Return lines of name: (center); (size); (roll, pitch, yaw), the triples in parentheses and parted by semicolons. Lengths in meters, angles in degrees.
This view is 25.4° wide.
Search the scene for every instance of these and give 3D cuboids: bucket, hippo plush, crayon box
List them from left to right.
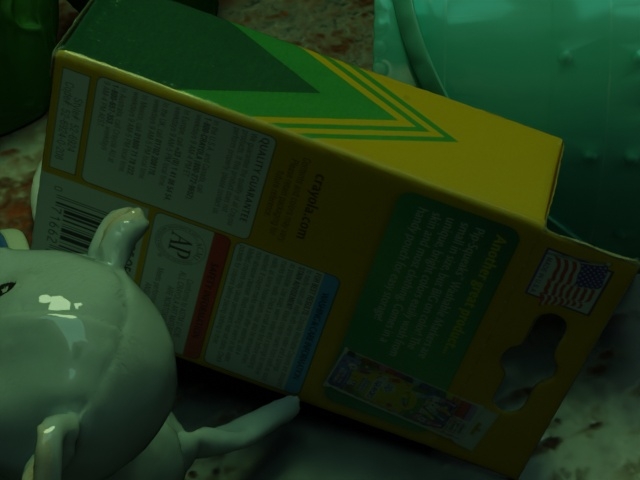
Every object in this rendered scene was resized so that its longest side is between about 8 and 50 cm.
hippo plush: (-0.155, 0.116, 0.696); (0.294, 0.236, 0.234); (14, 63, -5)
crayon box: (0.000, 0.000, 0.824); (0.323, 0.203, 0.083); (20, 44, 1)
bucket: (0.125, -0.116, 0.919); (0.183, 0.281, 0.281); (0, 50, 3)

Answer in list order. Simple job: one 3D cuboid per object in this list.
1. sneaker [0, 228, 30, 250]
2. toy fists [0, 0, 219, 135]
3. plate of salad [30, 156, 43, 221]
sneaker: (-0.220, 0.056, 0.887); (0.085, 0.058, 0.152); (-2, 56, -15)
toy fists: (-0.191, -0.189, 1.042); (0.279, 0.142, 0.096); (-30, 57, -25)
plate of salad: (-0.100, -0.042, 0.982); (0.200, 0.048, 0.199); (1, 50, -1)
